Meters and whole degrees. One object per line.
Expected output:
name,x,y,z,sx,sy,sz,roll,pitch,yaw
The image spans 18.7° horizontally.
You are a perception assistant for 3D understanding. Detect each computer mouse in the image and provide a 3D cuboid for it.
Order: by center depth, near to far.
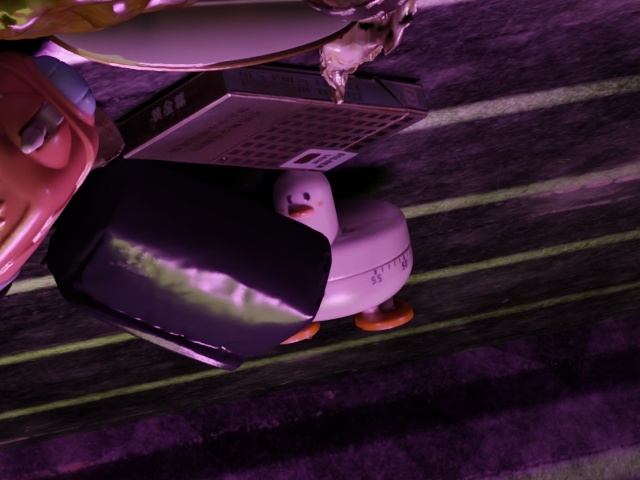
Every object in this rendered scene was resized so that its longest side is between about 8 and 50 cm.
computer mouse,-0.114,-0.211,1.660,0.310,0.158,0.072,-8,133,-26

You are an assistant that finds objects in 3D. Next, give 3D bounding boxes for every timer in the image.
timer,0.000,0.000,2.519,0.233,0.240,0.233,-11,-164,3

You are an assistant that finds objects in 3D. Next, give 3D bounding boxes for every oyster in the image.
oyster,0.031,-0.216,1.981,0.106,0.061,0.200,16,148,-30

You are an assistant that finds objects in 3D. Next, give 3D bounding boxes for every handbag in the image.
handbag,-0.176,0.051,2.322,0.302,0.178,0.275,22,145,-20

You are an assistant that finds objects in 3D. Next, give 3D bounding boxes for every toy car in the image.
toy car,-0.306,-0.071,1.804,0.212,0.180,0.270,-40,-165,20

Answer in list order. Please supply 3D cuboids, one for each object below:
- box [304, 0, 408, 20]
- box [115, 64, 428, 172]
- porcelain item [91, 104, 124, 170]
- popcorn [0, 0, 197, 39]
box,0.011,-0.270,1.560,0.151,0.151,0.135,-21,155,21
box,-0.049,-0.134,2.173,0.180,0.047,0.325,-27,161,39
porcelain item,-0.303,-0.065,2.090,0.216,0.069,0.081,-34,-177,42
popcorn,-0.170,-0.253,1.254,0.293,0.237,0.293,-14,169,-3
